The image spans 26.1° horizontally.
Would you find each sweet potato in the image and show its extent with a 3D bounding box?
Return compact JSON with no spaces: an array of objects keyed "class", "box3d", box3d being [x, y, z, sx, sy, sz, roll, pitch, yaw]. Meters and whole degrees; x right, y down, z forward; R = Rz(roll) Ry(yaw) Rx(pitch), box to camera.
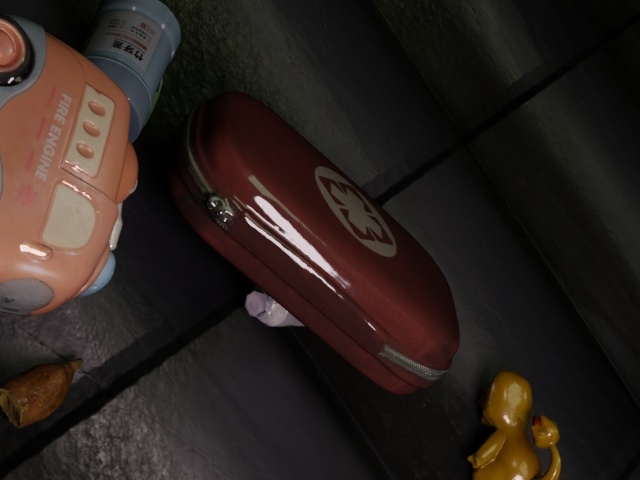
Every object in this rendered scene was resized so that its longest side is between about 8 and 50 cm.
[{"class":"sweet potato","box3d":[-0.262,0.138,1.316,0.049,0.049,0.117,56,35,-3]}]

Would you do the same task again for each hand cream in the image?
[{"class":"hand cream","box3d":[-0.037,0.067,1.573,0.142,0.053,0.084,-6,71,-61]}]

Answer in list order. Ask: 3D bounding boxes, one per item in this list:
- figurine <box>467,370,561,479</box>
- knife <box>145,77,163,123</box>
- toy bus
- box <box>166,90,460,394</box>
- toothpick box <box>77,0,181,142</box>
[{"class":"figurine","box3d":[0.242,0.238,1.675,0.121,0.122,0.176,17,57,-33]},{"class":"knife","box3d":[-0.226,-0.087,1.495,0.043,0.020,0.293,39,46,-15]},{"class":"toy bus","box3d":[-0.285,-0.053,1.269,0.232,0.194,0.288,26,59,-29]},{"class":"box","box3d":[0.000,0.000,1.542,0.404,0.108,0.263,41,20,-20]},{"class":"toothpick box","box3d":[-0.220,-0.185,1.494,0.101,0.101,0.153,37,43,-22]}]
